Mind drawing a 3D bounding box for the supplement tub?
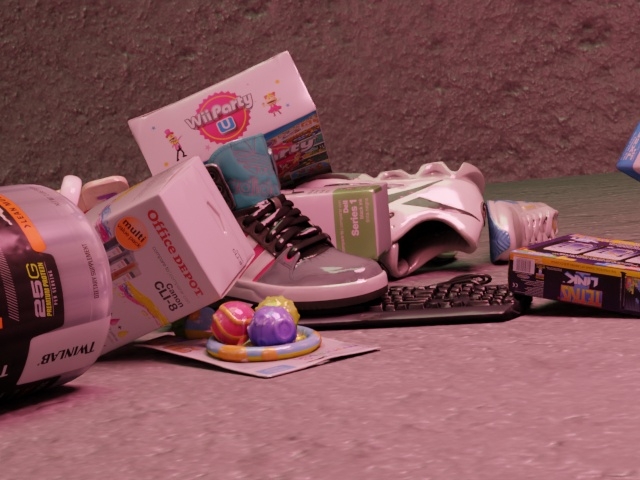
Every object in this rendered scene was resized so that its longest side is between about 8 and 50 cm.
[{"bbox_3d":[-0.348,0.061,1.086,0.194,0.193,0.316,-2,7,38],"label":"supplement tub"}]

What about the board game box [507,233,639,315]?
[{"bbox_3d":[0.302,0.034,1.330,0.170,0.048,0.141,10,13,39],"label":"board game box"}]

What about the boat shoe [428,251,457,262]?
[{"bbox_3d":[0.155,0.010,1.907,0.065,0.075,0.206,-48,3,13],"label":"boat shoe"}]

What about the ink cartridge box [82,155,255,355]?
[{"bbox_3d":[-0.182,0.017,1.326,0.176,0.128,0.127,-26,13,21],"label":"ink cartridge box"}]

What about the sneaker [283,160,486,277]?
[{"bbox_3d":[0.060,-0.012,1.743,0.331,0.122,0.146,-11,45,15],"label":"sneaker"}]

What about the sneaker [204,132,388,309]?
[{"bbox_3d":[-0.057,-0.028,1.438,0.296,0.178,0.124,7,17,33],"label":"sneaker"}]

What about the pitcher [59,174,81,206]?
[{"bbox_3d":[-0.312,0.020,1.491,0.125,0.177,0.207,19,-10,-10],"label":"pitcher"}]

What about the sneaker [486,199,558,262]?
[{"bbox_3d":[0.288,-0.020,1.834,0.092,0.087,0.229,-2,8,16],"label":"sneaker"}]

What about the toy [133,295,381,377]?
[{"bbox_3d":[-0.070,0.084,1.266,0.137,0.056,0.237,-12,8,-37],"label":"toy"}]

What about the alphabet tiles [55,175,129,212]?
[{"bbox_3d":[-0.309,0.007,1.625,0.284,0.021,0.278,-15,-28,-6],"label":"alphabet tiles"}]

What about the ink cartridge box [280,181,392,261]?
[{"bbox_3d":[-0.029,-0.018,1.615,0.219,0.092,0.160,-4,5,9],"label":"ink cartridge box"}]

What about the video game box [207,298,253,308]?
[{"bbox_3d":[-0.093,0.052,1.680,0.187,0.048,0.205,-6,5,-38],"label":"video game box"}]

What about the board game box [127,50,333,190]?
[{"bbox_3d":[-0.110,-0.114,1.724,0.224,0.097,0.303,-25,-17,-2],"label":"board game box"}]

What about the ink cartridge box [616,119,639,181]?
[{"bbox_3d":[0.514,-0.082,1.513,0.223,0.129,0.307,30,1,-7],"label":"ink cartridge box"}]

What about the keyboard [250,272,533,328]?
[{"bbox_3d":[0.079,0.066,1.437,0.317,0.033,0.201,-3,6,18],"label":"keyboard"}]
